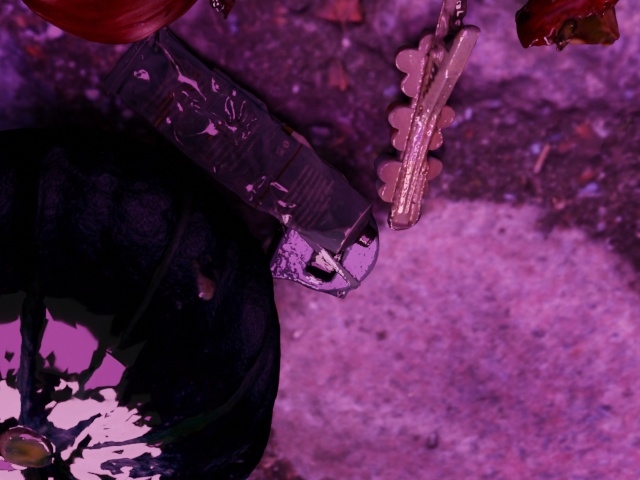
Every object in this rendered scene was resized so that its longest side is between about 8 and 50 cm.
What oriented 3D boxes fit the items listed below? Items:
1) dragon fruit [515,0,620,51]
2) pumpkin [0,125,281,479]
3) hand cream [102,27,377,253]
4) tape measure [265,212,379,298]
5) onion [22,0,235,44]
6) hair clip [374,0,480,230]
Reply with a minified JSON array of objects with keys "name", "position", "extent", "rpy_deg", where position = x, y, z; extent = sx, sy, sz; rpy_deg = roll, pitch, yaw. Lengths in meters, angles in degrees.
[{"name":"dragon fruit","position":[0.212,-0.214,1.256],"extent":[0.122,0.092,0.192],"rpy_deg":[34,117,-21]},{"name":"pumpkin","position":[-0.209,0.085,1.345],"extent":[0.363,0.266,0.363],"rpy_deg":[0,127,-1]},{"name":"hand cream","position":[-0.056,-0.073,1.344],"extent":[0.248,0.052,0.075],"rpy_deg":[37,98,-6]},{"name":"tape measure","position":[0.002,0.000,1.414],"extent":[0.094,0.054,0.091],"rpy_deg":[9,111,-8]},{"name":"onion","position":[-0.158,-0.277,1.117],"extent":[0.285,0.273,0.273],"rpy_deg":[20,122,6]},{"name":"hair clip","position":[0.081,-0.103,1.356],"extent":[0.062,0.056,0.214],"rpy_deg":[-1,134,-20]}]
